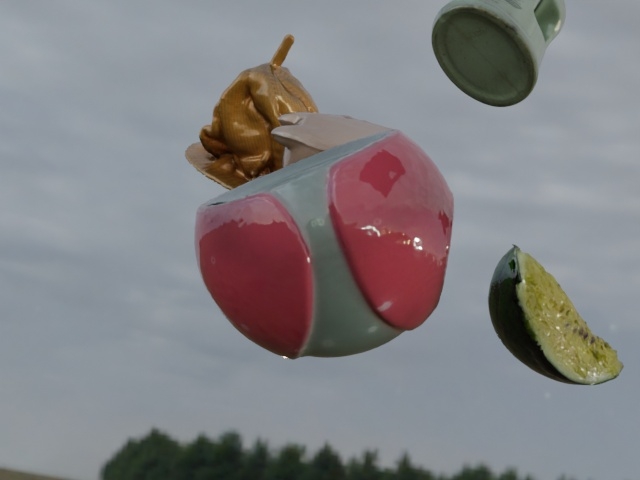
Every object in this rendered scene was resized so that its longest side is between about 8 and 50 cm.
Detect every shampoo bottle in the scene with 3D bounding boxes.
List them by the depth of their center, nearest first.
[{"bbox_3d":[0.191,-0.230,1.389,0.118,0.234,0.087,43,-56,-6],"label":"shampoo bottle"}]

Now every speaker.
[{"bbox_3d":[0.000,0.000,1.513,0.294,0.294,0.294,9,-12,2],"label":"speaker"}]

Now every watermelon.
[{"bbox_3d":[0.360,0.142,2.156,0.301,0.129,0.123,48,-14,-24],"label":"watermelon"}]

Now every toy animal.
[{"bbox_3d":[0.045,-0.037,1.835,0.213,0.256,0.195,0,21,2],"label":"toy animal"}]

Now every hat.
[{"bbox_3d":[-0.071,-0.209,2.092,0.233,0.233,0.244,20,24,9],"label":"hat"}]
